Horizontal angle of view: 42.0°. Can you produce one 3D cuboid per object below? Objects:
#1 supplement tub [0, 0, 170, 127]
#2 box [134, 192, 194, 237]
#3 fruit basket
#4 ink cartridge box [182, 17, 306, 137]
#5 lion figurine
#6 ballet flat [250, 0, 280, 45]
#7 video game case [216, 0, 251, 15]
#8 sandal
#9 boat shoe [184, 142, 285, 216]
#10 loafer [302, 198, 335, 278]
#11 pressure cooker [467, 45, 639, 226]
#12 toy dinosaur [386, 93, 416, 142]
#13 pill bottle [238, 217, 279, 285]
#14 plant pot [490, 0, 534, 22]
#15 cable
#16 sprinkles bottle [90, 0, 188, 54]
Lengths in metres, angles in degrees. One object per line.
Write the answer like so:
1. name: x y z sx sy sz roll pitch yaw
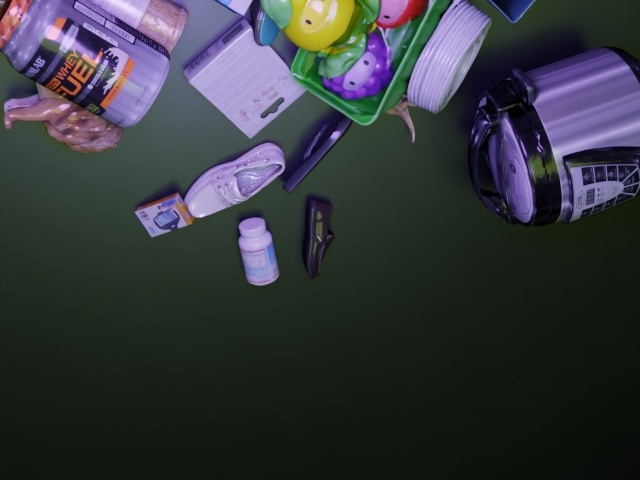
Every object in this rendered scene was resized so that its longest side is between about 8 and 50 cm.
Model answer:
1. supplement tub: -0.476 -0.374 1.650 0.316 0.193 0.193 28 109 -28
2. box: -0.384 -0.059 2.020 0.136 0.028 0.081 -19 119 20
3. fruit basket: 0.064 -0.455 1.728 0.392 0.283 0.392 -42 154 -25
4. ink cartridge box: -0.171 -0.369 1.919 0.189 0.066 0.232 -39 140 9
5. lion figurine: -0.563 -0.366 1.773 0.240 0.142 0.392 -10 116 -15
6. ballet flat: -0.100 -0.562 1.796 0.095 0.096 0.280 0 117 -61
7. video game case: -0.205 -0.608 1.599 0.270 0.061 0.244 26 97 -31
8. sandal: -0.012 -0.220 2.005 0.054 0.097 0.254 43 103 -1
9. boat shoe: -0.207 -0.134 2.000 0.277 0.096 0.098 -33 123 8
10. loafer: 0.000 0.000 2.129 0.078 0.080 0.220 -1 118 -11
11. pressure cooker: 0.551 -0.226 1.971 0.421 0.375 0.369 -18 90 -2
12. toy dinosaur: 0.196 -0.332 2.019 0.093 0.053 0.183 -35 113 25
13. pill bottle: -0.159 0.027 2.105 0.087 0.087 0.160 -13 120 -6
14. plant pot: 0.376 -0.609 1.790 0.165 0.234 0.165 34 107 -27
15. cable: 0.290 -0.409 1.880 0.089 0.257 0.257 31 73 10
16. sprinkles bottle: -0.455 -0.510 1.724 0.355 0.121 0.121 25 110 -23
